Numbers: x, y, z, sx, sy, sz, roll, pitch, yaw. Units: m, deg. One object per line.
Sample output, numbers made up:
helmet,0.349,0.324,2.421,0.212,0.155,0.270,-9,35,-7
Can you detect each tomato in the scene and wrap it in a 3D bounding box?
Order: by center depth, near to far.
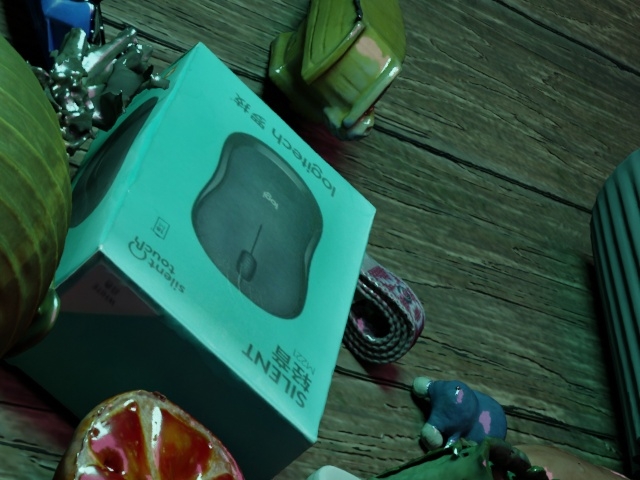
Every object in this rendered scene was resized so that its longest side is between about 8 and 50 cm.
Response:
tomato,-0.113,0.173,1.131,0.155,0.069,0.155,29,46,-36

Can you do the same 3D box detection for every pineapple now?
pineapple,-0.189,-0.078,1.231,0.125,0.125,0.251,50,35,-4

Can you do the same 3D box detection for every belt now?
belt,0.000,0.000,1.494,0.232,0.071,0.053,55,23,-1

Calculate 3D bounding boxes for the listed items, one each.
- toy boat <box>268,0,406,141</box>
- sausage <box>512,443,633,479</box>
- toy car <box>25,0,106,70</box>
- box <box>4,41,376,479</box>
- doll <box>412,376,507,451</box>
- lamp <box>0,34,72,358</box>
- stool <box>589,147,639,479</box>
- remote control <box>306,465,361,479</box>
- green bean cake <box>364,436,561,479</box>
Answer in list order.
toy boat,0.014,-0.176,1.650,0.089,0.121,0.321,43,17,-16
sausage,0.278,0.251,1.589,0.433,0.088,0.088,24,40,-41
toy car,-0.200,-0.206,1.416,0.063,0.103,0.216,-9,51,-8
box,-0.084,0.020,1.297,0.205,0.118,0.311,42,31,-15
doll,0.119,0.151,1.512,0.083,0.050,0.076,33,39,-34
lamp,-0.258,-0.045,0.987,0.250,0.250,0.284,29,42,-35
stool,0.411,0.075,1.777,0.297,0.297,0.330,32,31,-31
remote control,0.024,0.245,1.291,0.087,0.029,0.190,37,32,-26
green bean cake,0.128,0.275,1.263,0.255,0.132,0.241,33,36,-59
